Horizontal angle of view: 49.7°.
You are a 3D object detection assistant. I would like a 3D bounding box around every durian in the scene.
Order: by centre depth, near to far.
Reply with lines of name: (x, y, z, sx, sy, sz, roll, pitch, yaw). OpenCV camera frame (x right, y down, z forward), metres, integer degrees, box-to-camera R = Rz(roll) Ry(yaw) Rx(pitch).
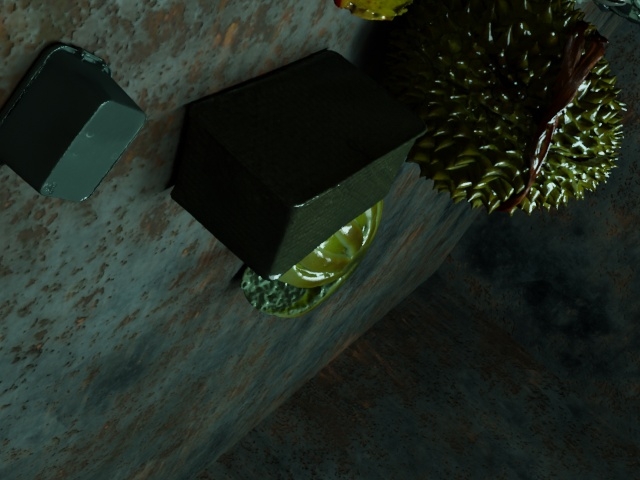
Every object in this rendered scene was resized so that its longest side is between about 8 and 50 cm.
durian: (0.272, -0.209, 1.038, 0.347, 0.384, 0.347, -39, 171, -7)

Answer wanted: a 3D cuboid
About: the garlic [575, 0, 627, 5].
garlic: (0.353, -0.440, 0.926, 0.207, 0.207, 0.257, -39, 136, -31)

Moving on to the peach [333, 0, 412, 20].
peach: (0.069, -0.312, 0.735, 0.151, 0.118, 0.151, -26, 125, -43)

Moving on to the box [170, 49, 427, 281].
box: (-0.023, -0.102, 0.861, 0.273, 0.184, 0.143, -36, 160, -40)

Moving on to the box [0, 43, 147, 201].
box: (-0.210, -0.093, 0.580, 0.122, 0.069, 0.084, -50, 163, 10)

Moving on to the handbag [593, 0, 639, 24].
handbag: (0.581, -0.594, 1.117, 0.316, 0.180, 0.416, 29, 106, -35)

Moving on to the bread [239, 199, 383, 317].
bread: (0.000, 0.000, 1.237, 0.333, 0.160, 0.333, -46, 166, -14)

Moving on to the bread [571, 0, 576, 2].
bread: (0.571, -0.578, 1.404, 0.269, 0.087, 0.098, -36, 175, 32)
